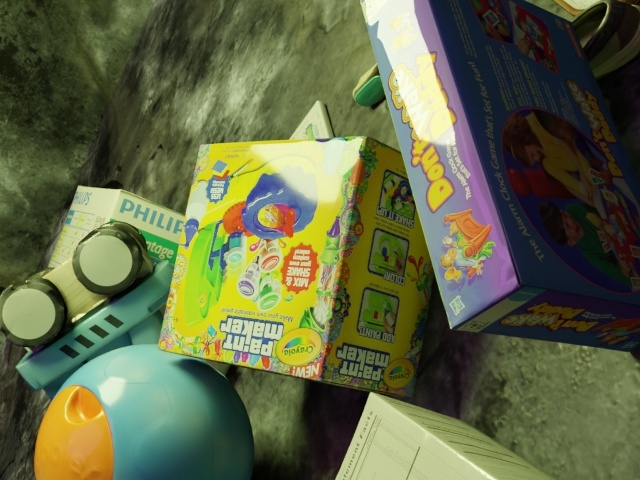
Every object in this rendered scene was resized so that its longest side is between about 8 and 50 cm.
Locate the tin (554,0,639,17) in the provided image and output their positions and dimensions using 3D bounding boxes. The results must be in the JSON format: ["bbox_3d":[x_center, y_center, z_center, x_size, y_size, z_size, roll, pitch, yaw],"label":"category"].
[{"bbox_3d":[0.311,-0.316,1.045,0.106,0.040,0.189,-52,31,19],"label":"tin"}]

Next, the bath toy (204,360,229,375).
[{"bbox_3d":[-0.212,0.301,1.423,0.151,0.129,0.348,-3,64,22],"label":"bath toy"}]

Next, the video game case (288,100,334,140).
[{"bbox_3d":[-0.026,-0.139,1.522,0.143,0.019,0.157,-51,33,30],"label":"video game case"}]

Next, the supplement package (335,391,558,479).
[{"bbox_3d":[0.131,0.257,0.843,0.244,0.134,0.139,25,93,62],"label":"supplement package"}]

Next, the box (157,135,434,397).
[{"bbox_3d":[-0.022,0.031,1.130,0.290,0.177,0.279,2,78,43],"label":"box"}]

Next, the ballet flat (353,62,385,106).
[{"bbox_3d":[0.103,-0.260,1.347,0.168,0.057,0.052,-31,36,48],"label":"ballet flat"}]

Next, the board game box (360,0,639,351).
[{"bbox_3d":[0.182,-0.081,0.818,0.078,0.233,0.347,-40,51,41],"label":"board game box"}]

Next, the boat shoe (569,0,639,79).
[{"bbox_3d":[0.259,-0.197,1.006,0.223,0.073,0.080,-34,42,46],"label":"boat shoe"}]

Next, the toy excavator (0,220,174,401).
[{"bbox_3d":[-0.370,0.246,1.507,0.433,0.445,0.222,-35,7,-5],"label":"toy excavator"}]

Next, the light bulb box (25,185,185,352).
[{"bbox_3d":[-0.411,0.097,1.807,0.358,0.225,0.361,9,78,62],"label":"light bulb box"}]

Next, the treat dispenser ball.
[{"bbox_3d":[-0.232,0.284,1.206,0.288,0.288,0.288,-40,39,42],"label":"treat dispenser ball"}]
